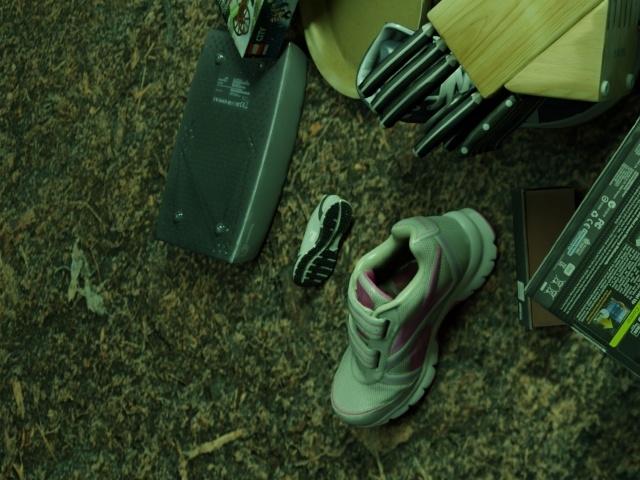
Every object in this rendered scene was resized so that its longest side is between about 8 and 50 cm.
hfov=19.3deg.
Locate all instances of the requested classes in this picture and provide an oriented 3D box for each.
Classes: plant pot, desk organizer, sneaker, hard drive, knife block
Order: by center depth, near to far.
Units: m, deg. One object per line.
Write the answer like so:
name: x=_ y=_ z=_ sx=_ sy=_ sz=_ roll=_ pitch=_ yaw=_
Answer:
knife block: x=0.156 y=-0.204 z=1.661 sx=0.242 sy=0.088 sz=0.275 roll=10 pitch=103 yaw=26
desk organizer: x=0.210 y=0.015 z=1.751 sx=0.047 sy=0.050 sz=0.130 roll=-153 pitch=59 yaw=-82
sneaker: x=0.158 y=-0.162 z=1.778 sx=0.282 sy=0.153 sz=0.099 roll=-10 pitch=73 yaw=47
sneaker: x=0.066 y=0.071 z=1.856 sx=0.103 sy=0.111 sz=0.252 roll=43 pitch=113 yaw=45
plant pot: x=0.051 y=-0.268 z=1.983 sx=0.236 sy=0.032 sz=0.236 roll=11 pitch=103 yaw=56
sneaker: x=0.000 y=0.000 z=2.014 sx=0.109 sy=0.040 sz=0.044 roll=-62 pitch=26 yaw=12
hard drive: x=-0.098 y=-0.107 z=2.133 sx=0.172 sy=0.054 sz=0.254 roll=16 pitch=91 yaw=50

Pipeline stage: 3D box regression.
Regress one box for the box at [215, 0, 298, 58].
box: x=-0.059 y=-0.334 z=2.024 sx=0.159 sy=0.044 sz=0.233 roll=64 pitch=145 yaw=37

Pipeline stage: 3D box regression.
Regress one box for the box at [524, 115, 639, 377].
box: x=0.327 y=-0.004 z=1.535 sx=0.216 sy=0.060 sz=0.270 roll=36 pitch=113 yaw=12

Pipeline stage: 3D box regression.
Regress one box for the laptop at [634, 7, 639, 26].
laptop: x=0.367 y=-0.425 z=1.534 sx=0.382 sy=0.236 sz=0.408 roll=-2 pitch=121 yaw=48
